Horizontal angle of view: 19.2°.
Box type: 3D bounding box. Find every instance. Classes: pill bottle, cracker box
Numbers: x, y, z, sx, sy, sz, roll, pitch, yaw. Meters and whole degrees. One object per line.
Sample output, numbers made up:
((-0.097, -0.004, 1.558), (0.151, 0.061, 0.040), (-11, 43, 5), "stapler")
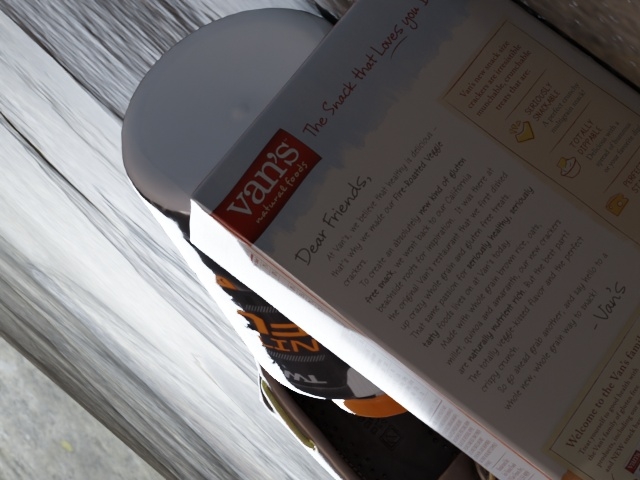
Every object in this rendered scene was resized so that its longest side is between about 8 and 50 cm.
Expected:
((0.000, 0.000, 1.006), (0.130, 0.130, 0.246), (27, 160, 36), "pill bottle")
((0.081, 0.003, 0.788), (0.232, 0.156, 0.067), (38, 165, 7), "cracker box")

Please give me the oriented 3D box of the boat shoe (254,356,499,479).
((0.085, 0.160, 1.261), (0.324, 0.116, 0.097), (40, 179, 18), "boat shoe")
